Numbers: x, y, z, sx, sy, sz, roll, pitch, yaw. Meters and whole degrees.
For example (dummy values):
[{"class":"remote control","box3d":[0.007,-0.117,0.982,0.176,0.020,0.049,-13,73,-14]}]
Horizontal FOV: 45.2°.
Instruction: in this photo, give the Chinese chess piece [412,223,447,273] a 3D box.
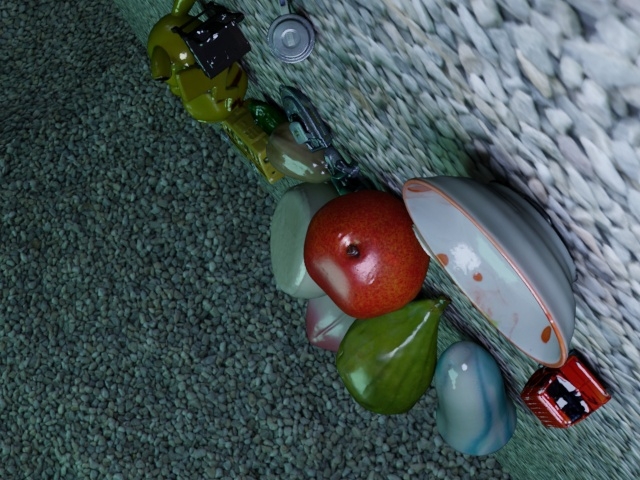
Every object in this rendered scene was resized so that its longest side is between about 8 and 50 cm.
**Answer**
[{"class":"Chinese chess piece","box3d":[0.190,0.006,1.133,0.122,0.051,0.122,52,176,5]}]

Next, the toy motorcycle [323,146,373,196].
[{"class":"toy motorcycle","box3d":[0.066,-0.101,1.435,0.173,0.058,0.100,54,170,-21]}]

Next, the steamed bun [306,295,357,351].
[{"class":"steamed bun","box3d":[0.081,0.213,2.287,0.309,0.309,0.309,50,175,6]}]

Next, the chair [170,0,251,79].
[{"class":"chair","box3d":[-0.193,-0.375,1.463,0.113,0.106,0.229,55,175,-35]}]

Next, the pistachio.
[{"class":"pistachio","box3d":[-0.037,-0.175,1.563,0.185,0.108,0.126,39,-168,35]}]

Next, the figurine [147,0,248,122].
[{"class":"figurine","box3d":[-0.277,-0.379,1.686,0.169,0.218,0.326,9,161,31]}]

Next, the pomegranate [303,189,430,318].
[{"class":"pomegranate","box3d":[0.083,0.025,1.335,0.221,0.221,0.257,50,175,13]}]

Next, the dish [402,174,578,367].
[{"class":"dish","box3d":[0.205,0.013,0.849,0.260,0.085,0.260,52,174,8]}]

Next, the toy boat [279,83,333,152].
[{"class":"toy boat","box3d":[-0.034,-0.228,1.417,0.055,0.060,0.141,-9,118,57]}]

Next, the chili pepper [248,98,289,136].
[{"class":"chili pepper","box3d":[-0.102,-0.264,1.740,0.224,0.061,0.098,47,174,49]}]

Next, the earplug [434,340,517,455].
[{"class":"earplug","box3d":[0.323,0.320,1.646,0.185,0.185,0.324,47,168,35]}]

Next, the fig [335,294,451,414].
[{"class":"fig","box3d":[0.164,0.225,1.692,0.232,0.314,0.233,21,-169,-4]}]

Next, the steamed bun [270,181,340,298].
[{"class":"steamed bun","box3d":[0.000,0.000,1.820,0.283,0.177,0.283,-178,90,-68]}]

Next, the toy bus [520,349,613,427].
[{"class":"toy bus","box3d":[0.339,0.216,1.091,0.081,0.089,0.195,50,175,11]}]

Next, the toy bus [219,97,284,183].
[{"class":"toy bus","box3d":[-0.161,-0.264,1.933,0.335,0.121,0.123,47,168,48]}]

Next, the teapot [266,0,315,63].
[{"class":"teapot","box3d":[-0.042,-0.288,1.049,0.057,0.066,0.088,-90,-13,-71]}]

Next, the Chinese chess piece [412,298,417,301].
[{"class":"Chinese chess piece","box3d":[0.160,0.142,1.896,0.251,0.097,0.251,44,-175,-5]}]
